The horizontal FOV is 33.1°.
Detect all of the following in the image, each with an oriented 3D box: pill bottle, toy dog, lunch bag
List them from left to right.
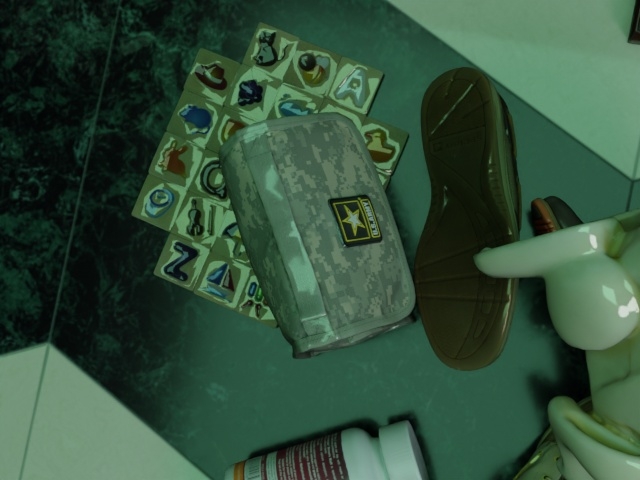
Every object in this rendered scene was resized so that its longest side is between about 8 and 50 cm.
[{"bbox_3d":[0.000,0.000,1.166,0.169,0.287,0.235,-19,83,7],"label":"lunch bag"},{"bbox_3d":[0.010,0.286,1.241,0.221,0.121,0.121,-18,84,7],"label":"pill bottle"},{"bbox_3d":[0.389,0.152,0.996,0.284,0.395,0.408,-14,88,-36],"label":"toy dog"}]

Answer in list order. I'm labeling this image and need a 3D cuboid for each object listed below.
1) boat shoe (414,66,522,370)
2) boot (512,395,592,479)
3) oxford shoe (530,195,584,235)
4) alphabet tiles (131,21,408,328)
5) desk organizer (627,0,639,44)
[{"bbox_3d":[0.184,-0.021,1.234,0.123,0.123,0.342,-11,75,32],"label":"boat shoe"},{"bbox_3d":[0.253,0.284,1.164,0.095,0.203,0.262,42,94,8],"label":"boot"},{"bbox_3d":[0.345,0.045,1.228,0.098,0.097,0.271,-39,92,0],"label":"oxford shoe"},{"bbox_3d":[-0.065,-0.082,1.331,0.285,0.011,0.343,23,90,9],"label":"alphabet tiles"},{"bbox_3d":[0.397,-0.296,1.258,0.047,0.050,0.130,11,88,9],"label":"desk organizer"}]
